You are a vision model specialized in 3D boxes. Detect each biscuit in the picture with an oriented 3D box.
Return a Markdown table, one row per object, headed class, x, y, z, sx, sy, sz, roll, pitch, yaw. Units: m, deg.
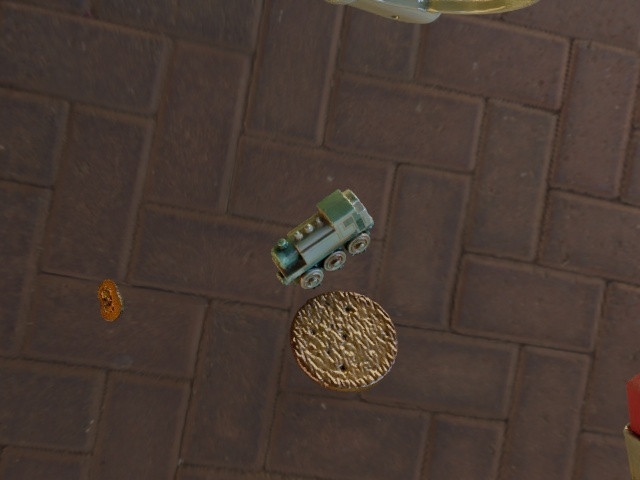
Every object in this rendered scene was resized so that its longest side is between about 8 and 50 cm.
| class | x | y | z | sx | sy | sz | roll | pitch | yaw |
| --- | --- | --- | --- | --- | --- | --- | --- | --- | --- |
| biscuit | 0.040 | 0.169 | 1.517 | 0.188 | 0.027 | 0.187 | 5 | 57 | -8 |

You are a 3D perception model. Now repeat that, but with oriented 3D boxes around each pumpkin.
| class | x | y | z | sx | sy | sz | roll | pitch | yaw |
| --- | --- | --- | --- | --- | --- | --- | --- | --- | --- |
| pumpkin | -0.393 | 0.114 | 1.701 | 0.050 | 0.028 | 0.083 | -25 | 74 | 23 |

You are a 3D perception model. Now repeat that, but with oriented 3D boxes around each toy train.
| class | x | y | z | sx | sy | sz | roll | pitch | yaw |
| --- | --- | --- | --- | --- | --- | --- | --- | --- | --- |
| toy train | 0.000 | 0.000 | 1.543 | 0.194 | 0.125 | 0.080 | -35 | 52 | -4 |

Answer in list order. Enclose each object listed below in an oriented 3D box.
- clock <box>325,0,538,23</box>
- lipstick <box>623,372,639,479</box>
| class | x | y | z | sx | sy | sz | roll | pitch | yaw |
| --- | --- | --- | --- | --- | --- | --- | --- | --- | --- |
| clock | 0.102 | -0.287 | 0.824 | 0.265 | 0.324 | 0.108 | 10 | 90 | -36 |
| lipstick | 0.314 | 0.236 | 0.831 | 0.051 | 0.051 | 0.312 | -28 | 121 | -13 |
